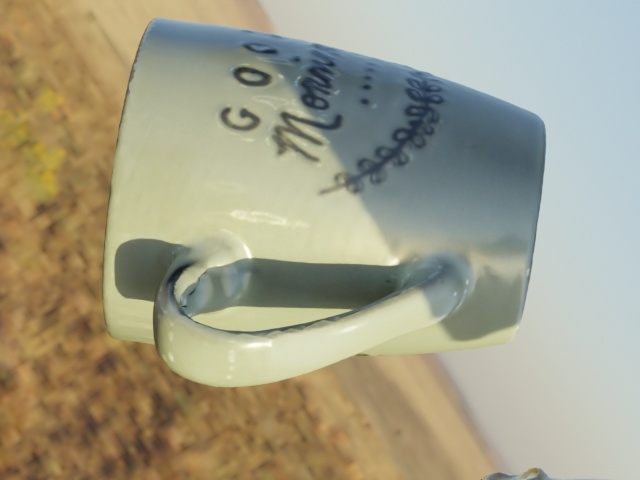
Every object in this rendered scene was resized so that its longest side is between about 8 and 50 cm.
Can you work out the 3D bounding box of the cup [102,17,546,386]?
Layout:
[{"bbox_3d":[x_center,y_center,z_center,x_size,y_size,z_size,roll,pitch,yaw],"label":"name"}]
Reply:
[{"bbox_3d":[0.000,0.000,1.004,0.258,0.234,0.186,-76,174,-56],"label":"cup"}]

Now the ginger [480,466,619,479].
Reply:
[{"bbox_3d":[0.041,0.259,1.097,0.348,0.363,0.122,30,20,33],"label":"ginger"}]
